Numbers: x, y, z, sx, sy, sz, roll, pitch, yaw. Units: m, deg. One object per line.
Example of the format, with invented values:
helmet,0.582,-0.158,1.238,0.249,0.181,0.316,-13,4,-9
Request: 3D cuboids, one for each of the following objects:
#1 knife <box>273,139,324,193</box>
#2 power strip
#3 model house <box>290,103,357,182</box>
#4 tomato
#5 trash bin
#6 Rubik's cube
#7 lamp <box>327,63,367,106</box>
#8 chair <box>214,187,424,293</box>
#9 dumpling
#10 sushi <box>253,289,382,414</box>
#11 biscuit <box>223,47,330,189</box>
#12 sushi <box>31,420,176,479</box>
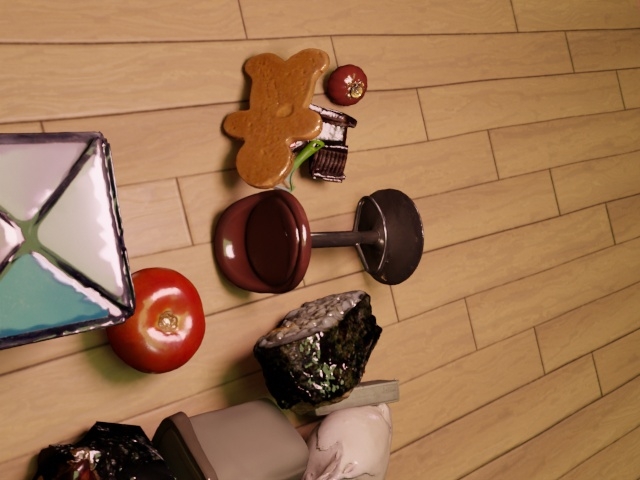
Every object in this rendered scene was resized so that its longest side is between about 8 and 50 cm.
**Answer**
knife,-0.052,-0.165,1.655,0.078,0.166,0.022,14,43,-37
power strip,0.063,0.346,1.696,0.272,0.078,0.052,-1,84,-38
model house,-0.021,-0.226,1.723,0.203,0.141,0.164,16,94,-14
tomato,-0.305,0.146,1.412,0.195,0.136,0.195,5,82,-37
trash bin,-0.173,0.418,1.404,0.250,0.219,0.219,-9,48,-46
Rubik's cube,-0.492,0.012,1.180,0.305,0.307,0.310,-7,88,-40
lamp,0.063,-0.367,1.814,0.101,0.090,0.101,-18,127,-25
chair,0.000,0.000,1.617,0.401,0.227,0.226,-3,84,-37
dumpling,0.035,0.476,1.574,0.181,0.260,0.341,22,23,-7
sushi,0.004,0.224,1.564,0.170,0.211,0.350,70,23,-8
biscuit,-0.095,-0.255,1.623,0.047,0.216,0.339,56,36,-61
sushi,-0.388,0.446,1.274,0.213,0.215,0.227,16,93,-30
